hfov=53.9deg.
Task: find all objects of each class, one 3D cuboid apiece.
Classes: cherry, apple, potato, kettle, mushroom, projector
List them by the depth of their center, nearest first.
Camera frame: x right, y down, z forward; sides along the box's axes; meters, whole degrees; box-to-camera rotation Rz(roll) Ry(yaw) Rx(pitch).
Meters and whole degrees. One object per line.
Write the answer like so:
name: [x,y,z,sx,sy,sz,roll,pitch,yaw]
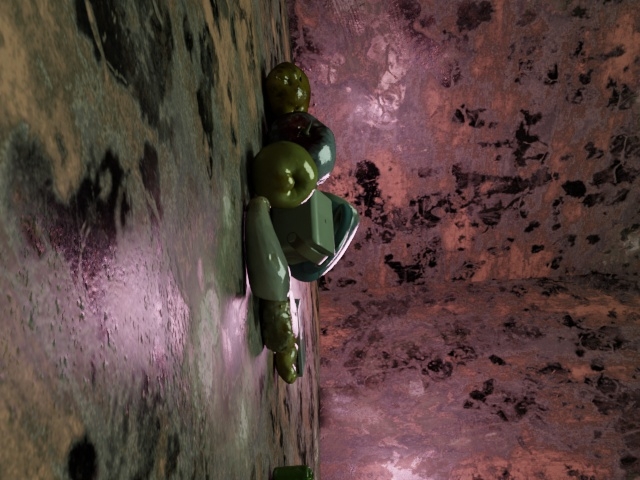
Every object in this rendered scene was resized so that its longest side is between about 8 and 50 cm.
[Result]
mushroom: [-0.136,0.019,1.534,0.118,0.103,0.270,63,18,-83]
apple: [-0.099,-0.180,1.717,0.200,0.200,0.200,-4,90,-87]
potato: [-0.105,0.373,1.939,0.091,0.070,0.138,85,4,-50]
cherry: [-0.063,-0.292,2.067,0.255,0.218,0.296,49,-21,20]
projector: [-0.059,-0.033,2.099,0.163,0.177,0.242,30,50,-57]
potato: [-0.108,-0.460,2.224,0.195,0.176,0.369,49,-21,28]
kettle: [0.000,0.000,2.431,0.319,0.247,0.342,-27,-149,52]

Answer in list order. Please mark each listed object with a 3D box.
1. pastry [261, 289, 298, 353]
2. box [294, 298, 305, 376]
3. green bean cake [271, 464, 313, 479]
pastry: [-0.113,0.214,1.776,0.192,0.093,0.182,-82,166,-74]
box: [-0.095,0.342,2.231,0.155,0.067,0.242,-88,175,-77]
green bean cake: [-0.065,0.750,1.689,0.222,0.125,0.248,-91,176,-46]
